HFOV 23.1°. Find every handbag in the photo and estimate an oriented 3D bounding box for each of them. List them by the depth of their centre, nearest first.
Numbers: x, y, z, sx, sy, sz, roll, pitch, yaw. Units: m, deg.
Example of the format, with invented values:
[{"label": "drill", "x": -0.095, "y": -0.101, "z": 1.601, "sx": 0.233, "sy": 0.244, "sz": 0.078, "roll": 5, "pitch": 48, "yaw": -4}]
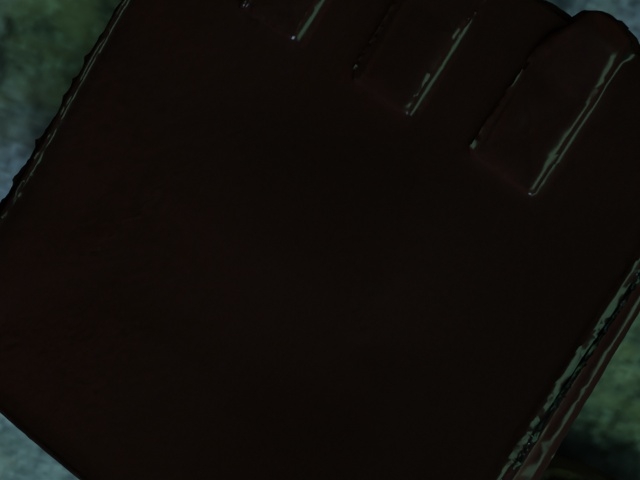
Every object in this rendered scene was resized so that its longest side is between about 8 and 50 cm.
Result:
[{"label": "handbag", "x": 0.000, "y": 0.000, "z": 0.638, "sx": 0.260, "sy": 0.084, "sz": 0.275, "roll": 34, "pitch": 101, "yaw": 24}]

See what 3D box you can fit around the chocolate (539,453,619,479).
[{"label": "chocolate", "x": 0.062, "y": 0.202, "z": 0.794, "sx": 0.161, "sy": 0.083, "sz": 0.261, "roll": 32, "pitch": 106, "yaw": -33}]
